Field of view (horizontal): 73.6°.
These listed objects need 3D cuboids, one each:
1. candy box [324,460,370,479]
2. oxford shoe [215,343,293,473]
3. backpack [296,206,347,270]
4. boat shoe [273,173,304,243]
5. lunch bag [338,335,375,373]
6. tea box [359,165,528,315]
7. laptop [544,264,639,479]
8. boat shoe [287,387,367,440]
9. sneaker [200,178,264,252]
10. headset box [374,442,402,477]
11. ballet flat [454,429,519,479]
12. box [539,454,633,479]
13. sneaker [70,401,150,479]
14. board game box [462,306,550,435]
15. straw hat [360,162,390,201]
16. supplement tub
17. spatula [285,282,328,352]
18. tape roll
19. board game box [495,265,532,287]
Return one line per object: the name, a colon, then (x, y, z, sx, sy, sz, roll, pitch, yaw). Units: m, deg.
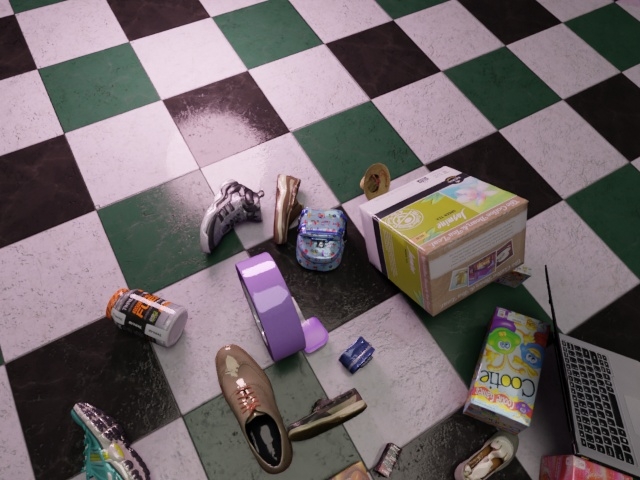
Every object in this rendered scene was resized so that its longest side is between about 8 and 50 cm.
candy box: (0.040, 0.629, 1.027, 0.187, 0.053, 0.109, -23, 68, -13)
oxford shoe: (-0.167, 0.408, 1.079, 0.123, 0.130, 0.348, -29, 69, -17)
backpack: (0.000, 0.000, 1.309, 0.158, 0.117, 0.173, 9, 66, 1)
boat shoe: (-0.097, -0.105, 1.368, 0.095, 0.095, 0.257, 5, 62, -8)
lunch bag: (0.106, 0.317, 1.181, 0.098, 0.067, 0.065, -39, 72, -22)
tea box: (0.339, -0.017, 1.213, 0.329, 0.219, 0.323, -26, 36, -16)
laptop: (0.714, 0.324, 1.059, 0.408, 0.236, 0.382, 20, 41, 5)
boat shoe: (0.011, 0.444, 1.101, 0.224, 0.080, 0.073, -12, 50, -25)
sneaker: (-0.266, -0.071, 1.330, 0.153, 0.101, 0.268, 13, 60, 6)
headset box: (0.167, 0.553, 1.069, 0.032, 0.062, 0.083, 31, 66, 12)
ballet flat: (0.435, 0.554, 1.084, 0.213, 0.068, 0.072, -28, 68, -17)
box: (0.600, 0.676, 0.989, 0.142, 0.154, 0.299, 20, 62, 5)
sneaker: (-0.528, 0.510, 1.022, 0.110, 0.107, 0.275, -39, 72, -11)
board game box: (0.495, 0.344, 1.140, 0.144, 0.142, 0.275, 17, 63, 19)
straw hat: (0.170, -0.193, 1.444, 0.061, 0.144, 0.144, 10, 55, 45)
supplement tub: (-0.474, 0.206, 1.168, 0.191, 0.117, 0.117, 20, 64, 6)
spatula: (-0.079, 0.188, 1.254, 0.084, 0.030, 0.296, -27, 68, -18)
tape roll: (-0.133, 0.172, 1.121, 0.090, 0.274, 0.274, -21, 67, -15)
board game box: (0.545, 0.094, 1.306, 0.154, 0.103, 0.026, 16, 63, 4)
